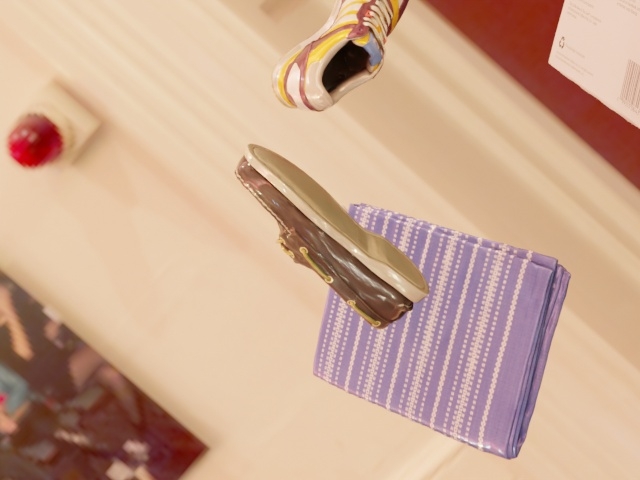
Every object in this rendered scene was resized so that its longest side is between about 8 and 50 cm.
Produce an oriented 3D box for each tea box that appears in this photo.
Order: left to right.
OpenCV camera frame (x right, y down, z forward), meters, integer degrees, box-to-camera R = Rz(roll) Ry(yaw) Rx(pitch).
[{"bbox_3d":[0.532,-0.271,1.826,0.329,0.324,0.219,-118,37,-64],"label":"tea box"}]

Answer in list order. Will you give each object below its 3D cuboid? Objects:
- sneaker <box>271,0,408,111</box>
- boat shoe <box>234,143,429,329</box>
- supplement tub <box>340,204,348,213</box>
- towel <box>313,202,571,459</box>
[{"bbox_3d":[0.040,-0.186,1.239,0.185,0.069,0.084,-53,35,-15],"label":"sneaker"},{"bbox_3d":[0.000,0.000,1.296,0.069,0.228,0.081,-45,16,20],"label":"boat shoe"},{"bbox_3d":[0.036,0.009,2.013,0.071,0.107,0.071,-29,-18,-10],"label":"supplement tub"},{"bbox_3d":[0.137,0.101,1.662,0.040,0.336,0.243,7,-81,-47],"label":"towel"}]
